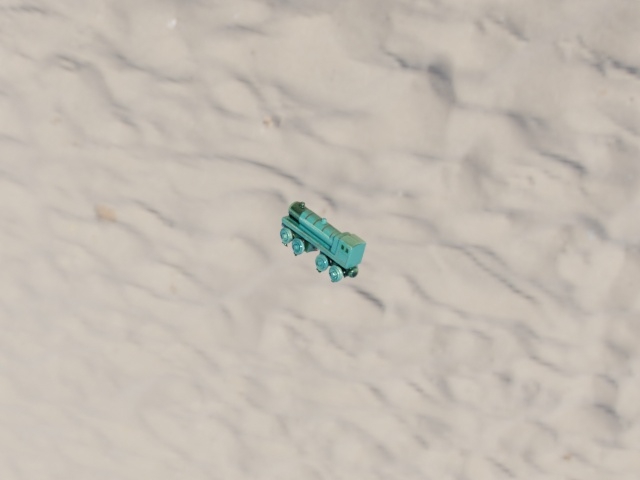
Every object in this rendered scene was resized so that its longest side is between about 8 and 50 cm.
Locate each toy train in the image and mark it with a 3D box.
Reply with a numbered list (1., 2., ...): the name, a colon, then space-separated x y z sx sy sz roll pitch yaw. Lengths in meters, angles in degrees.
1. toy train: 0.000 0.000 1.180 0.092 0.029 0.045 37 127 31
